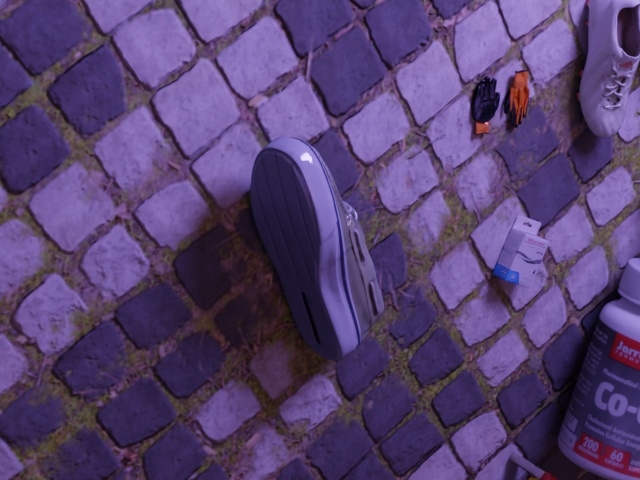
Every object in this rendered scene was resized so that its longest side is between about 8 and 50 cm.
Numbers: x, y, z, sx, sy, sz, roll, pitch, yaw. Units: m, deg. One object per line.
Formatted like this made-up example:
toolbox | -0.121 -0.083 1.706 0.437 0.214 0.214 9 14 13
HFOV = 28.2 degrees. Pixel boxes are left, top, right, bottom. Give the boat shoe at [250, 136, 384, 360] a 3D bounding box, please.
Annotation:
boat shoe | 0.000 0.000 1.428 0.094 0.109 0.302 -42 137 -31

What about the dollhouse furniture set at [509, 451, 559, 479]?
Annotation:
dollhouse furniture set | 0.263 0.515 1.772 0.201 0.152 0.374 38 86 -38

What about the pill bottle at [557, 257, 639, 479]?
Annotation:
pill bottle | 0.441 0.178 1.743 0.161 0.161 0.283 6 106 -35

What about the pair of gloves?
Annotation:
pair of gloves | 0.219 -0.168 1.546 0.083 0.010 0.074 -12 117 -26

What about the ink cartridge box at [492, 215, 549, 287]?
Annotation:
ink cartridge box | 0.262 0.014 1.639 0.048 0.028 0.083 15 100 -37

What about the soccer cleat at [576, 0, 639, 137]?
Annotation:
soccer cleat | 0.364 -0.215 1.580 0.068 0.076 0.196 -18 119 -27
